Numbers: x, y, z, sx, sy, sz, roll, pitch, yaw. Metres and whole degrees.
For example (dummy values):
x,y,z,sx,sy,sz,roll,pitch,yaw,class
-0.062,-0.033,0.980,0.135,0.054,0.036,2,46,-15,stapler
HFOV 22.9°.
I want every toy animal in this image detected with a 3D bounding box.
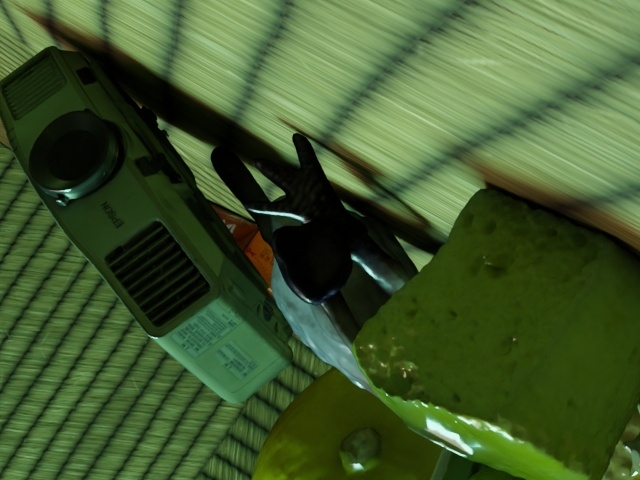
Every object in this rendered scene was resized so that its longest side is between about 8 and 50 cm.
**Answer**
x,y,z,sx,sy,sz,roll,pitch,yaw,class
0.009,0.017,1.035,0.195,0.090,0.324,59,175,-8,toy animal

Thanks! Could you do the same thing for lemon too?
x,y,z,sx,sy,sz,roll,pitch,yaw,class
0.089,0.251,1.387,0.348,0.348,0.348,33,174,4,lemon

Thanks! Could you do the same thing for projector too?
x,y,z,sx,sy,sz,roll,pitch,yaw,class
-0.130,-0.024,1.125,0.269,0.088,0.193,52,-178,33,projector

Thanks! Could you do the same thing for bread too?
x,y,z,sx,sy,sz,roll,pitch,yaw,class
0.092,0.052,0.723,0.129,0.114,0.111,28,173,41,bread

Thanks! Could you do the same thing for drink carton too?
x,y,z,sx,sy,sz,roll,pitch,yaw,class
-0.103,0.011,1.671,0.096,0.071,0.223,39,172,-34,drink carton

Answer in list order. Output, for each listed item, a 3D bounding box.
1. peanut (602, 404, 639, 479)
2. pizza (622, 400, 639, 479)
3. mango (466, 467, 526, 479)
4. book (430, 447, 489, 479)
x,y,z,sx,sy,sz,roll,pitch,yaw,class
0.195,0.126,0.962,0.194,0.083,0.093,36,-154,14,peanut
0.258,0.170,0.820,0.189,0.071,0.297,14,151,29,pizza
0.147,0.192,1.008,0.100,0.119,0.178,-8,-173,22,mango
0.153,0.166,1.108,0.013,0.168,0.192,2,152,47,book
